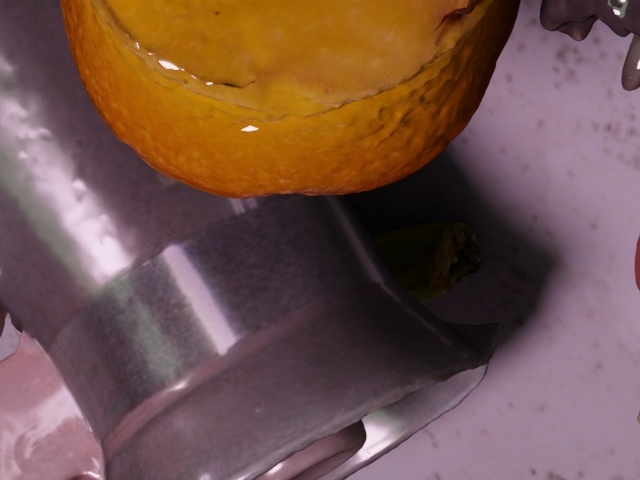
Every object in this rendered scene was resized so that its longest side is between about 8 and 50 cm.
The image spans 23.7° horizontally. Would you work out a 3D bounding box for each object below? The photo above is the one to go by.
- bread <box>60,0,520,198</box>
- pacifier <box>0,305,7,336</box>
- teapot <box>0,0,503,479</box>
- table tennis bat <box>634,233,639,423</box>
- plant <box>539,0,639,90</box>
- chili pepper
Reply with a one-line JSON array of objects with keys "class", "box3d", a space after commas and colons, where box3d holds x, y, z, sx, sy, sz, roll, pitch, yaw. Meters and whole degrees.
[{"class": "bread", "box3d": [-0.009, -0.150, 0.609, 0.142, 0.195, 0.269, 98, 176, -75]}, {"class": "pacifier", "box3d": [-0.291, -0.062, 0.975, 0.332, 0.220, 0.273, 58, 141, 40]}, {"class": "teapot", "box3d": [-0.108, -0.022, 0.745, 0.344, 0.300, 0.253, 59, 172, 15]}, {"class": "table tennis bat", "box3d": [0.184, 0.031, 0.724, 0.087, 0.013, 0.156, 32, 127, 26]}, {"class": "plant", "box3d": [0.157, -0.124, 0.588, 0.129, 0.132, 0.194, -7, 99, 44]}, {"class": "chili pepper", "box3d": [0.000, 0.000, 0.859, 0.202, 0.050, 0.052, 16, 157, 35]}]
